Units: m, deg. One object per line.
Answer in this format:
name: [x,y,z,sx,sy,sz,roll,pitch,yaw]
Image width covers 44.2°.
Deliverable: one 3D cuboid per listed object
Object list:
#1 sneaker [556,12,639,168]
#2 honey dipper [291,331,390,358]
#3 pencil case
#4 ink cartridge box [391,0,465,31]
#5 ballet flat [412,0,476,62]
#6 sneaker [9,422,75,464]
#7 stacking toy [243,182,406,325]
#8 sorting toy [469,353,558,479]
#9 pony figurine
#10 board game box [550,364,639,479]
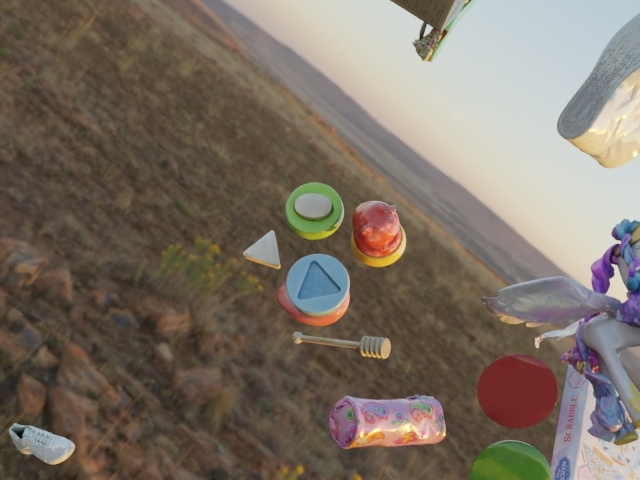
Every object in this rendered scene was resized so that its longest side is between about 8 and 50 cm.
sneaker: [0.556,-0.263,1.371,0.169,0.293,0.108,28,18,-36]
honey dipper: [0.027,0.151,1.169,0.160,0.031,0.030,3,-15,33]
pencil case: [0.162,0.424,1.856,0.284,0.124,0.124,6,27,-32]
ink cartridge box: [0.185,-0.508,1.341,0.193,0.088,0.235,36,-37,8]
ballet flat: [0.294,-0.532,1.913,0.077,0.241,0.091,44,48,6]
sneaker: [-0.547,0.393,1.533,0.152,0.054,0.061,4,-43,25]
stacking toy: [0.000,0.000,1.661,0.279,0.309,0.130,37,-15,18]
sorting toy: [0.305,0.338,1.286,0.126,0.366,0.126,2,14,6]
pony figurine: [0.511,0.159,1.390,0.302,0.350,0.364,24,45,-49]
board game box: [0.658,0.497,1.831,0.318,0.318,0.065,37,-31,-31]
